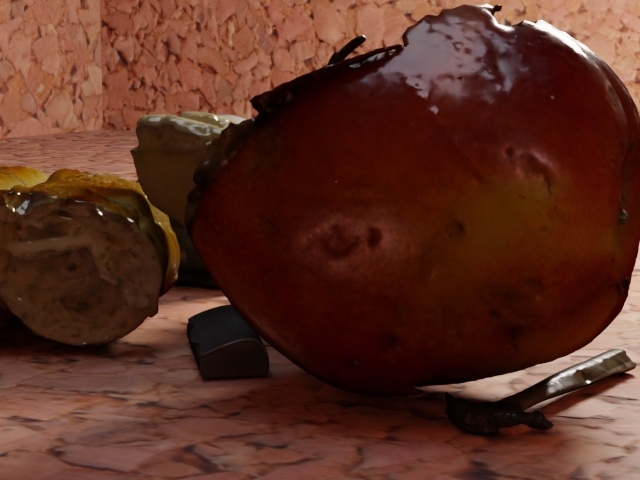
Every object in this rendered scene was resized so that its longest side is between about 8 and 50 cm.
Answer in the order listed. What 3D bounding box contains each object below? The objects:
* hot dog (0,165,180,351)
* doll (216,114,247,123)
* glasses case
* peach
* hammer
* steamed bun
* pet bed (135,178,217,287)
[{"bbox_3d":[-0.347,0.010,1.796,0.367,0.196,0.365,6,11,1],"label":"hot dog"},{"bbox_3d":[-0.167,-0.089,2.349,0.221,0.221,0.251,-8,12,-42],"label":"doll"},{"bbox_3d":[-0.101,0.107,1.631,0.072,0.042,0.190,-9,10,-8],"label":"glasses case"},{"bbox_3d":[0.084,-0.031,1.432,0.416,0.353,0.339,7,-15,14],"label":"peach"},{"bbox_3d":[0.224,0.138,1.451,0.125,0.027,0.297,3,9,36],"label":"hammer"},{"bbox_3d":[0.000,0.000,1.759,0.428,0.247,0.189,22,29,20],"label":"steamed bun"},{"bbox_3d":[-0.146,-0.013,2.088,0.211,0.159,0.183,2,36,24],"label":"pet bed"}]
